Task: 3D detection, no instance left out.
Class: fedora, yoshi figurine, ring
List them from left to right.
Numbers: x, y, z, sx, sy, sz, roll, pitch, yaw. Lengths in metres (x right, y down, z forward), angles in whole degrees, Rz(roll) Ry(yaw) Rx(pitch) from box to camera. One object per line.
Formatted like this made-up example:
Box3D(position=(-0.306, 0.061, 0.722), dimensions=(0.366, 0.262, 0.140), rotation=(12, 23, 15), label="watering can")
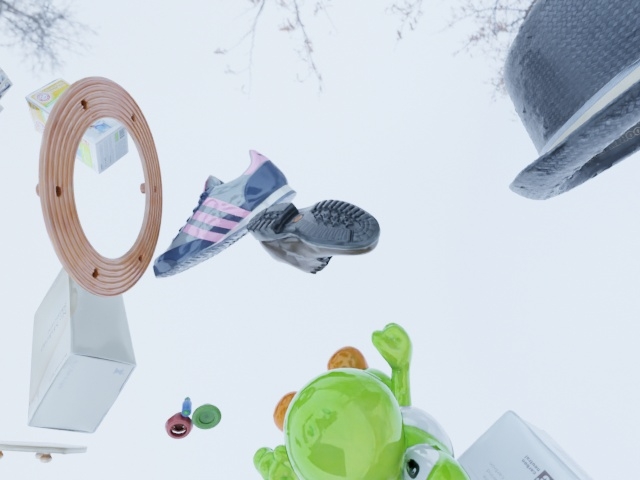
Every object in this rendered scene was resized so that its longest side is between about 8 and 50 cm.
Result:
Box3D(position=(-0.332, -0.080, 0.730), dimensions=(0.032, 0.336, 0.336), rotation=(1, -95, 6), label="ring")
Box3D(position=(0.028, 0.193, 0.516), dimensions=(0.362, 0.203, 0.203), rotation=(156, -63, -77), label="yoshi figurine")
Box3D(position=(0.289, -0.184, 0.414), dimensions=(0.334, 0.334, 0.152), rotation=(-40, -108, 29), label="fedora")

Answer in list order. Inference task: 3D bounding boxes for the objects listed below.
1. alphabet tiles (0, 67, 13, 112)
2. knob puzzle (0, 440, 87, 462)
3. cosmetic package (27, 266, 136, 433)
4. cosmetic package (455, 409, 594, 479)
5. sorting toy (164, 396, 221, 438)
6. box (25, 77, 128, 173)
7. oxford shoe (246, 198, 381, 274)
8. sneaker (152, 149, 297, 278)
Box3D(position=(-0.790, -0.231, 0.997), dimensions=(0.342, 0.011, 0.285), rotation=(-58, -160, -11), label="alphabet tiles")
Box3D(position=(-0.500, 0.368, 0.807), dimensions=(0.213, 0.213, 0.029), rotation=(-15, -120, 37), label="knob puzzle")
Box3D(position=(-0.451, 0.182, 0.872), dimensions=(0.160, 0.113, 0.309), rotation=(-56, -143, 8), label="cosmetic package")
Box3D(position=(0.193, 0.470, 0.659), dimensions=(0.453, 0.230, 0.161), rotation=(-46, -134, 4), label="cosmetic package")
Box3D(position=(-0.228, 0.309, 0.827), dimensions=(0.042, 0.102, 0.061), rotation=(-123, -167, -68), label="sorting toy")
Box3D(position=(-0.580, -0.276, 1.120), dimensions=(0.203, 0.103, 0.114), rotation=(34, -36, 2), label="box")
Box3D(position=(0.000, 0.000, 0.639), dimensions=(0.227, 0.083, 0.096), rotation=(6, -47, 49), label="oxford shoe")
Box3D(position=(-0.208, -0.050, 0.906), dimensions=(0.319, 0.112, 0.131), rotation=(-34, -93, 1), label="sneaker")
